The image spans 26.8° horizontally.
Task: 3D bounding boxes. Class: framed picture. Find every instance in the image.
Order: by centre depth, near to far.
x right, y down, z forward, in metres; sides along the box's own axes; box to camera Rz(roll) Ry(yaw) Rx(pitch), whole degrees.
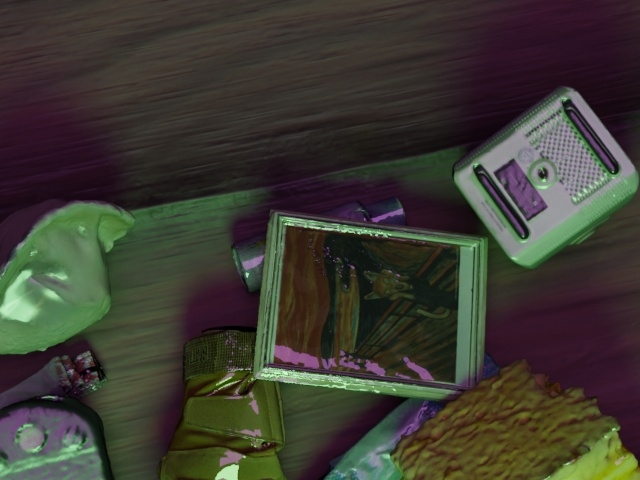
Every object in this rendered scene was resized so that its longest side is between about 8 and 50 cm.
[{"bbox_3d":[0.064,0.075,1.579,0.273,0.016,0.216,7,69,-7],"label":"framed picture"}]

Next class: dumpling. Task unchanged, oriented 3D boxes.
[{"bbox_3d":[-0.334,0.056,1.550,0.175,0.227,0.243,16,86,3],"label":"dumpling"}]

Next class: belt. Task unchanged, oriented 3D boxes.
[{"bbox_3d":[-0.366,0.201,1.596,0.232,0.071,0.053,-29,62,-10],"label":"belt"},{"bbox_3d":[0.092,0.236,1.600,0.302,0.087,0.072,-42,87,-9],"label":"belt"}]

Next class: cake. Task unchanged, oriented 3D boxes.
[{"bbox_3d":[0.255,0.315,1.506,0.227,0.222,0.286,-35,116,-5],"label":"cake"}]

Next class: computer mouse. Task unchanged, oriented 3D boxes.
[{"bbox_3d":[-0.317,0.313,1.558,0.170,0.100,0.269,-12,90,-13],"label":"computer mouse"}]

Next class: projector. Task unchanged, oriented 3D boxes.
[{"bbox_3d":[0.268,-0.068,1.601,0.177,0.242,0.163,-36,84,9],"label":"projector"}]

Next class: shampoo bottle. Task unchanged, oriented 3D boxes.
[{"bbox_3d":[0.000,0.000,1.652,0.214,0.072,0.072,-20,80,-7],"label":"shampoo bottle"}]

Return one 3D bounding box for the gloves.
[{"bbox_3d":[-0.112,0.267,1.559,0.154,0.141,0.331,3,79,-3],"label":"gloves"}]
